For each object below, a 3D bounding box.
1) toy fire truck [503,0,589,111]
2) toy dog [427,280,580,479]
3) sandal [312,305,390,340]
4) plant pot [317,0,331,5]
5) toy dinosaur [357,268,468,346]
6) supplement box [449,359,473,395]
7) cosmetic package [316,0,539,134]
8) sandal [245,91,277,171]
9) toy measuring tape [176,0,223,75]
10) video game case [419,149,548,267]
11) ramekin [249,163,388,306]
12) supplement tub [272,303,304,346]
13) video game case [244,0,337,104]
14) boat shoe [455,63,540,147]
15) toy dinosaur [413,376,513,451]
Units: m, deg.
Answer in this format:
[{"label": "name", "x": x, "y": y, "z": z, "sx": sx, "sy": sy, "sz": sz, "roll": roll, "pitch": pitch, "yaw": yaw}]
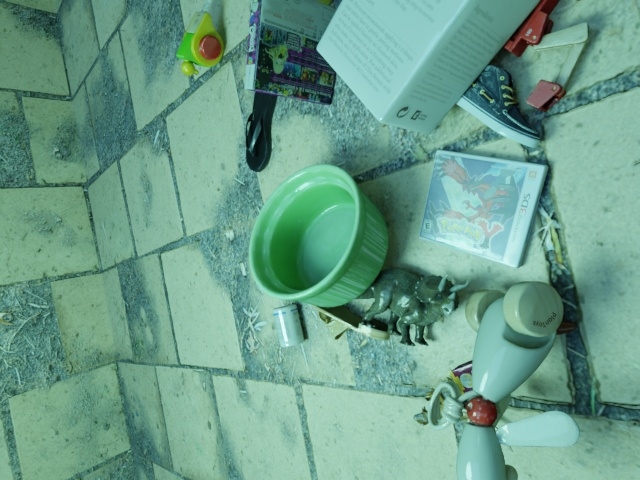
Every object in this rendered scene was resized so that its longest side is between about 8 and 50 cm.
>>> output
[{"label": "toy fire truck", "x": 0.364, "y": -0.319, "z": 0.632, "sx": 0.135, "sy": 0.047, "sz": 0.192, "roll": 48, "pitch": 125, "yaw": 27}, {"label": "toy dog", "x": 0.319, "y": 0.225, "z": 0.650, "sx": 0.161, "sy": 0.220, "sz": 0.333, "roll": 15, "pitch": 100, "yaw": -5}, {"label": "sandal", "x": 0.054, "y": 0.209, "z": 0.977, "sx": 0.240, "sy": 0.088, "sz": 0.079, "roll": 18, "pitch": 102, "yaw": 36}, {"label": "plant pot", "x": -0.112, "y": -0.652, "z": 0.908, "sx": 0.254, "sy": 0.239, "sz": 0.254, "roll": 7, "pitch": 100, "yaw": 43}, {"label": "toy dinosaur", "x": 0.173, "y": 0.126, "z": 0.856, "sx": 0.313, "sy": 0.121, "sz": 0.160, "roll": 16, "pitch": 90, "yaw": 53}, {"label": "supplement box", "x": 0.302, "y": 0.259, "z": 0.777, "sx": 0.083, "sy": 0.043, "sz": 0.055, "roll": -42, "pitch": 67, "yaw": 38}, {"label": "cosmetic package", "x": 0.211, "y": -0.422, "z": 0.627, "sx": 0.453, "sy": 0.161, "sz": 0.230, "roll": -52, "pitch": 58, "yaw": 35}, {"label": "sandal", "x": -0.183, "y": -0.324, "z": 1.149, "sx": 0.097, "sy": 0.054, "sz": 0.254, "roll": 23, "pitch": 111, "yaw": 40}, {"label": "toy measuring tape", "x": -0.329, "y": -0.648, "z": 1.235, "sx": 0.121, "sy": 0.121, "sz": 0.330, "roll": 28, "pitch": 92, "yaw": 38}, {"label": "video game case", "x": 0.292, "y": -0.065, "z": 0.754, "sx": 0.201, "sy": 0.023, "sz": 0.183, "roll": 21, "pitch": 110, "yaw": 40}, {"label": "ramekin", "x": 0.000, "y": 0.000, "z": 0.891, "sx": 0.303, "sy": 0.148, "sz": 0.303, "roll": -19, "pitch": 58, "yaw": 33}, {"label": "supplement tub", "x": -0.090, "y": 0.237, "z": 1.131, "sx": 0.071, "sy": 0.071, "sz": 0.107, "roll": -16, "pitch": 84, "yaw": 44}, {"label": "video game case", "x": -0.054, "y": -0.422, "z": 0.889, "sx": 0.042, "sy": 0.232, "sz": 0.210, "roll": 21, "pitch": 111, "yaw": 42}, {"label": "boat shoe", "x": 0.309, "y": -0.236, "z": 0.684, "sx": 0.183, "sy": 0.065, "sz": 0.083, "roll": 48, "pitch": 127, "yaw": 29}, {"label": "toy dinosaur", "x": 0.276, "y": 0.342, "z": 0.816, "sx": 0.211, "sy": 0.064, "sz": 0.112, "roll": -23, "pitch": 98, "yaw": 52}]
